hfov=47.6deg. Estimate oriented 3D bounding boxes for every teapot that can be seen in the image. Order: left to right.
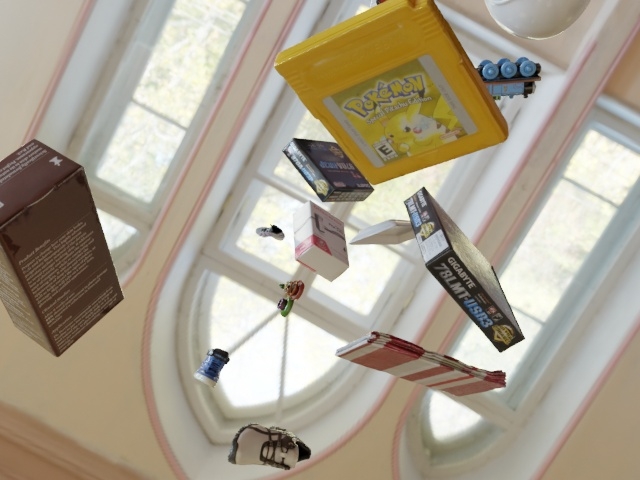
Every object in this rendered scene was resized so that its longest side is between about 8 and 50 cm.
[{"bbox_3d":[0.415,-0.534,1.446,0.187,0.256,0.252,9,-134,-32],"label":"teapot"}]

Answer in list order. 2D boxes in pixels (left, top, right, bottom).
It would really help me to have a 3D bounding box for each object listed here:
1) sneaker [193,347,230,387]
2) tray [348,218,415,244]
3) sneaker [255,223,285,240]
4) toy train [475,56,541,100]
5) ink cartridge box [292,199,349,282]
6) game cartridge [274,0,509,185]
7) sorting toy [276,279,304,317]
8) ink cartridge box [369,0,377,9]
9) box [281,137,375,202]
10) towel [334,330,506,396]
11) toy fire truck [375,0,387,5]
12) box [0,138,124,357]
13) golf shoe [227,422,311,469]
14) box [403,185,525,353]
[{"bbox_3d":[-0.252,0.294,1.707,0.058,0.084,0.152,32,173,-4],"label":"sneaker"},{"bbox_3d":[0.192,-0.024,1.858,0.270,0.145,0.030,0,-108,-57],"label":"tray"},{"bbox_3d":[-0.159,-0.034,2.257,0.098,0.038,0.069,10,155,9],"label":"sneaker"},{"bbox_3d":[0.491,-0.425,1.920,0.184,0.105,0.080,-4,-156,0],"label":"toy train"},{"bbox_3d":[0.000,0.000,2.269,0.159,0.092,0.218,33,-150,-29],"label":"ink cartridge box"},{"bbox_3d":[0.125,-0.243,1.237,0.324,0.285,0.052,44,-139,-38],"label":"game cartridge"},{"bbox_3d":[-0.075,0.120,1.604,0.042,0.102,0.061,26,-150,-16],"label":"sorting toy"},{"bbox_3d":[0.197,-0.651,2.190,0.067,0.198,0.115,25,161,-39],"label":"ink cartridge box"},{"bbox_3d":[0.023,-0.175,1.825,0.175,0.051,0.220,53,-154,18],"label":"box"},{"bbox_3d":[0.219,0.279,1.624,0.329,0.037,0.237,19,158,-11],"label":"towel"},{"bbox_3d":[0.200,-0.677,2.027,0.135,0.047,0.192,-48,-59,-53],"label":"toy fire truck"},{"bbox_3d":[-0.510,0.025,1.346,0.143,0.381,0.191,30,-126,21],"label":"box"},{"bbox_3d":[-0.091,0.390,1.363,0.094,0.077,0.198,13,180,33],"label":"golf shoe"},{"bbox_3d":[0.311,0.057,1.594,0.295,0.073,0.293,47,-161,-23],"label":"box"}]
